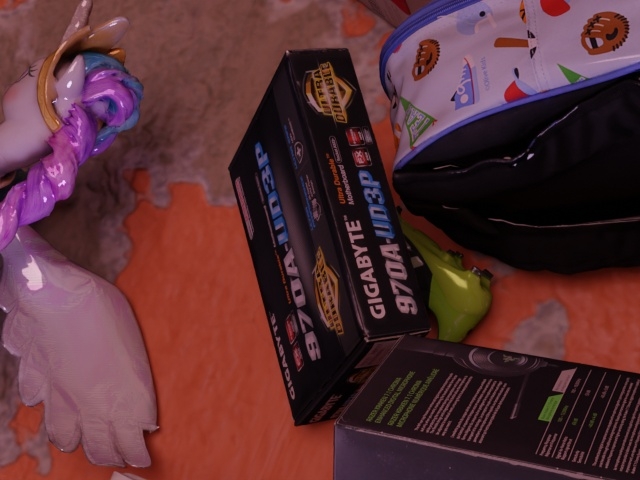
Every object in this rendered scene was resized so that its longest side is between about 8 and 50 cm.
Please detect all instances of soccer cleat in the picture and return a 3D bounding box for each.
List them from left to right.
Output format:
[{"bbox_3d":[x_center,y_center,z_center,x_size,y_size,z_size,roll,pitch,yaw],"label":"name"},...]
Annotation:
[{"bbox_3d":[0.049,0.013,1.037,0.179,0.060,0.072,38,99,28],"label":"soccer cleat"}]

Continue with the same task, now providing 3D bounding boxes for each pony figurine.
[{"bbox_3d":[-0.290,0.008,1.046,0.363,0.303,0.351,-20,56,25],"label":"pony figurine"}]

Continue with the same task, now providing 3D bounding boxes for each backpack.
[{"bbox_3d":[0.173,-0.104,0.943,0.263,0.276,0.213,-20,59,15],"label":"backpack"}]

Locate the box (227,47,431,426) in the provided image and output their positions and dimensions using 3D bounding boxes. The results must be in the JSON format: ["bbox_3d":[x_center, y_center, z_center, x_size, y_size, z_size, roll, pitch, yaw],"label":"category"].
[{"bbox_3d":[0.000,0.000,0.983,0.051,0.175,0.220,-7,67,-21],"label":"box"}]

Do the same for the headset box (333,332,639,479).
[{"bbox_3d":[0.139,0.208,0.818,0.283,0.131,0.246,8,113,20],"label":"headset box"}]

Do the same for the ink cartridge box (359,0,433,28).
[{"bbox_3d":[0.038,-0.241,1.113,0.150,0.109,0.063,41,85,26],"label":"ink cartridge box"}]

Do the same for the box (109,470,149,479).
[{"bbox_3d":[-0.105,0.294,0.914,0.126,0.148,0.232,17,75,22],"label":"box"}]
